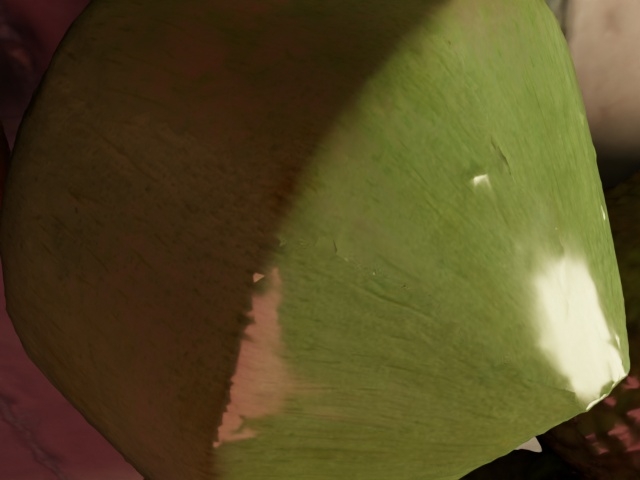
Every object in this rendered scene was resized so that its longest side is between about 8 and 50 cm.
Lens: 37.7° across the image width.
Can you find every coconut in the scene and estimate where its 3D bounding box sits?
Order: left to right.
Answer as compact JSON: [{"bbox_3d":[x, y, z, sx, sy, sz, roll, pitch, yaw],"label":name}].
[{"bbox_3d":[0.000,0.000,0.476,0.328,0.328,0.281,-13,148,15],"label":"coconut"}]

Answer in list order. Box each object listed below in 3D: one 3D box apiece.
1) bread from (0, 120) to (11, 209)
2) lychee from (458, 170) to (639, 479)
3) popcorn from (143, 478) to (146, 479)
[{"bbox_3d":[-0.369,-0.039,0.505,0.328,0.148,0.337,-23,168,22],"label":"bread"},{"bbox_3d":[0.232,0.079,0.622,0.270,0.320,0.270,23,156,11],"label":"lychee"},{"bbox_3d":[-0.036,0.220,0.847,0.250,0.190,0.250,-3,158,-1],"label":"popcorn"}]
